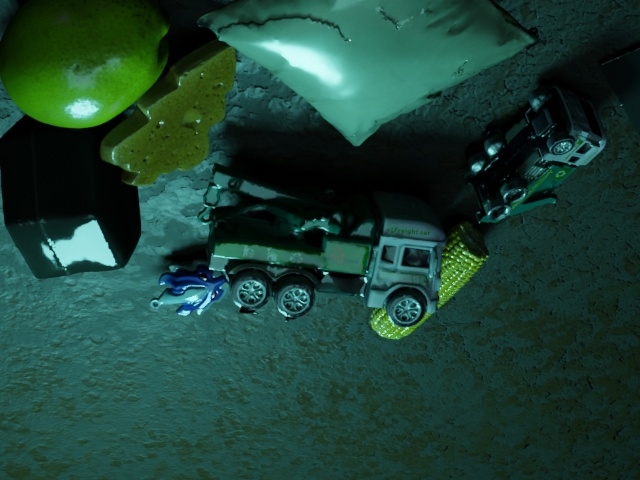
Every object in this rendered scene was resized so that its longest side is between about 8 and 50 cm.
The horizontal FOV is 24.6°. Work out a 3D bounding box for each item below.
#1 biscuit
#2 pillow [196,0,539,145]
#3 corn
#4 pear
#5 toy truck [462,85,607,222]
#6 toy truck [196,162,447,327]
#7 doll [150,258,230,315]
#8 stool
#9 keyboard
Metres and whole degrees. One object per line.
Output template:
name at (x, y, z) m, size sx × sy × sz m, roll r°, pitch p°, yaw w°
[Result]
biscuit at (-0.186, -0.170, 1.914) m, size 0.238 × 0.041 × 0.212 m, roll -55°, pitch 154°, yaw 17°
pillow at (0.064, -0.263, 1.822) m, size 0.312 × 0.119 × 0.310 m, roll -30°, pitch 137°, yaw 27°
corn at (0.166, 0.066, 2.244) m, size 0.081 × 0.081 × 0.248 m, roll 21°, pitch 133°, yaw -26°
pear at (-0.278, -0.231, 1.787) m, size 0.220 × 0.187 × 0.187 m, roll -22°, pitch 136°, yaw 15°
toy truck at (0.300, -0.113, 2.032) m, size 0.116 × 0.110 × 0.216 m, roll 10°, pitch 139°, yaw -35°
toy truck at (0.000, 0.007, 2.089) m, size 0.363 × 0.176 × 0.178 m, roll 10°, pitch 113°, yaw -12°
doll at (-0.172, 0.060, 2.227) m, size 0.195 × 0.070 × 0.096 m, roll -24°, pitch 113°, yaw 12°
stool at (-0.331, -0.067, 1.954) m, size 0.141 × 0.232 × 0.232 m, roll -9°, pitch 139°, yaw 10°
keyboard at (0.449, -0.195, 2.010) m, size 0.074 × 0.015 × 0.196 m, roll -19°, pitch 137°, yaw 23°
